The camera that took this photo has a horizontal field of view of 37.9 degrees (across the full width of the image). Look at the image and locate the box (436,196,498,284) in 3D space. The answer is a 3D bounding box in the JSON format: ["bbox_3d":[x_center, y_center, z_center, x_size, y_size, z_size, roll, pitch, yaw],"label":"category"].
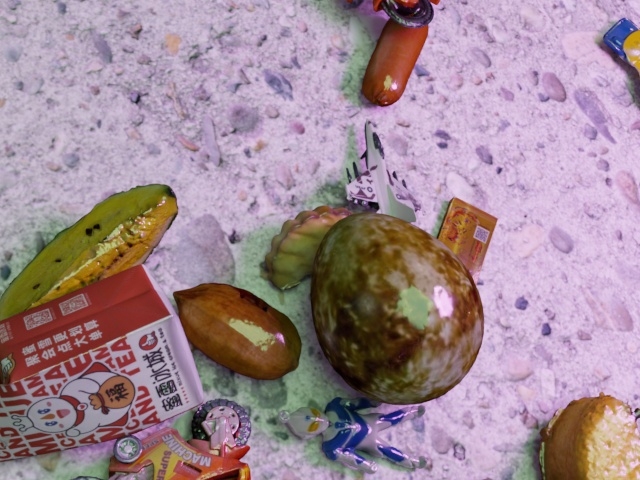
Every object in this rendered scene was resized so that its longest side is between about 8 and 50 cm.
[{"bbox_3d":[0.228,0.012,1.519,0.089,0.022,0.156,25,64,-8],"label":"box"}]

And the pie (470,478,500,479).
[{"bbox_3d":[0.246,0.506,1.304,0.338,0.077,0.339,5,73,-17],"label":"pie"}]

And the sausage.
[{"bbox_3d":[0.126,-0.309,1.584,0.076,0.076,0.198,26,65,-6],"label":"sausage"}]

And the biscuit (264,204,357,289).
[{"bbox_3d":[0.000,0.000,1.428,0.183,0.061,0.118,-10,114,-20],"label":"biscuit"}]

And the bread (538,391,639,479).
[{"bbox_3d":[0.418,0.366,1.367,0.147,0.160,0.261,-23,84,-17],"label":"bread"}]

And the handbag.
[{"bbox_3d":[-0.316,0.177,1.193,0.298,0.171,0.151,-24,36,-16],"label":"handbag"}]

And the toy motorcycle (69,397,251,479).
[{"bbox_3d":[-0.201,0.328,1.225,0.298,0.089,0.171,-28,72,-25],"label":"toy motorcycle"}]

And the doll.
[{"bbox_3d":[0.047,0.275,1.343,0.227,0.057,0.114,9,71,-16],"label":"doll"}]

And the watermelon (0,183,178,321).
[{"bbox_3d":[-0.324,0.029,1.279,0.301,0.129,0.123,-41,91,-12],"label":"watermelon"}]

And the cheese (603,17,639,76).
[{"bbox_3d":[0.650,-0.314,1.749,0.270,0.069,0.177,45,63,7],"label":"cheese"}]

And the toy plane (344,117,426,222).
[{"bbox_3d":[0.093,-0.090,1.487,0.159,0.082,0.234,10,42,-33],"label":"toy plane"}]

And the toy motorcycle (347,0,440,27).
[{"bbox_3d":[0.136,-0.501,1.618,0.221,0.148,0.326,30,54,0],"label":"toy motorcycle"}]

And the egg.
[{"bbox_3d":[0.100,0.093,1.328,0.238,0.238,0.289,-29,79,-24],"label":"egg"}]

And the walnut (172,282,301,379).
[{"bbox_3d":[-0.120,0.125,1.327,0.207,0.116,0.116,27,64,3],"label":"walnut"}]
